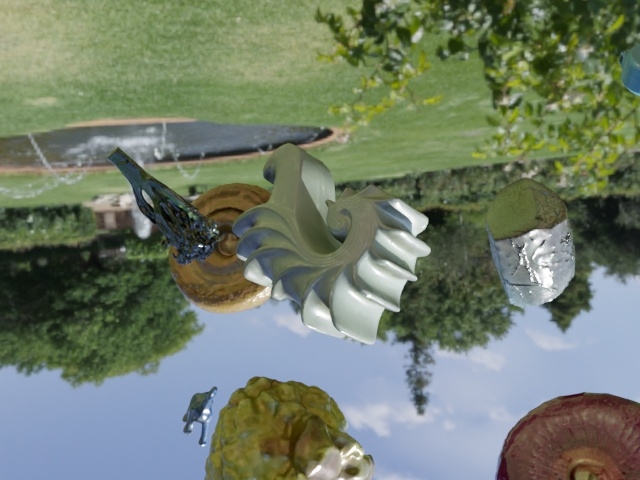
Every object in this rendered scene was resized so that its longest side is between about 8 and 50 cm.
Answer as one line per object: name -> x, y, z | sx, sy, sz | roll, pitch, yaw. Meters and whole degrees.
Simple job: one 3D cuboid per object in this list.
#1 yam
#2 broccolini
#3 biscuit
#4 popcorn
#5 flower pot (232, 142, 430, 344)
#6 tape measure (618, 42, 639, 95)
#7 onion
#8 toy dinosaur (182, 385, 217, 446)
yam -> 0.487, 0.001, 1.534 | 0.201, 0.271, 0.203 | -23, -137, 15
broccolini -> -0.223, -0.057, 0.956 | 0.091, 0.203, 0.068 | -27, -168, 28
biscuit -> -0.197, 0.011, 1.434 | 0.296, 0.297, 0.102 | -4, 159, 16
popcorn -> -0.039, 0.319, 0.980 | 0.251, 0.206, 0.237 | 13, 173, 3
flower pot -> 0.000, 0.000, 1.142 | 0.367, 0.254, 0.164 | 31, -177, 41
tape measure -> 0.629, -0.319, 1.227 | 0.125, 0.081, 0.146 | -7, -135, -2
onion -> 0.299, 0.250, 0.686 | 0.200, 0.201, 0.207 | -6, -179, -27
toy dinosaur -> -0.274, 0.378, 1.601 | 0.075, 0.188, 0.248 | 21, -164, -6
